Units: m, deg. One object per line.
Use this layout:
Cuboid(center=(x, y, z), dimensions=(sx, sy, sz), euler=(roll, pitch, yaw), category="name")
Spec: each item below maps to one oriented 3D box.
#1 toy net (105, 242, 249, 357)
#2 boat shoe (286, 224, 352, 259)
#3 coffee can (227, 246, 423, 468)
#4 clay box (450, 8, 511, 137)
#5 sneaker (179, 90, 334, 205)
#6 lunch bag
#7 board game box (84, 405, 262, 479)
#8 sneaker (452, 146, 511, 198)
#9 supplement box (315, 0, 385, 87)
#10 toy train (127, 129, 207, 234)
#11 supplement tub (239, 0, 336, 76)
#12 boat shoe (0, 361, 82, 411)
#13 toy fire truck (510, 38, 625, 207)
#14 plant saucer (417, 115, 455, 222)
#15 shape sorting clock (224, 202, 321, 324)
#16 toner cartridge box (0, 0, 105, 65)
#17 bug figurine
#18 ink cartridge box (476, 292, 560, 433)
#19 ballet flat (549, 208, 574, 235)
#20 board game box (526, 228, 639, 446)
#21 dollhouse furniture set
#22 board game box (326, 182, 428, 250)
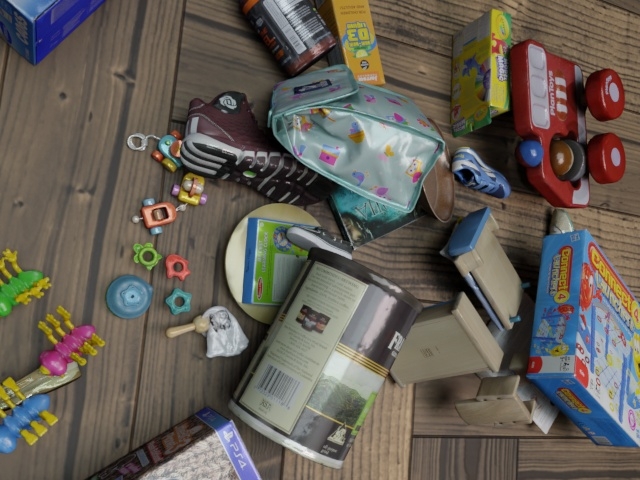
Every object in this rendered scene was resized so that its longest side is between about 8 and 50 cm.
Cuboid(center=(-0.213, 0.102, 0.984), dimensions=(0.232, 0.045, 0.122), euler=(31, 71, -20), category="toy net")
Cuboid(center=(0.000, 0.000, 1.053), dimensions=(0.142, 0.049, 0.040), euler=(28, 66, -38), category="boat shoe")
Cuboid(center=(0.008, 0.177, 0.967), dimensions=(0.201, 0.201, 0.275), euler=(31, 81, -18), category="coffee can")
Cuboid(center=(0.311, -0.317, 1.214), dimensions=(0.053, 0.127, 0.222), euler=(5, 83, -23), category="clay box")
Cuboid(center=(-0.097, -0.167, 1.036), dimensions=(0.281, 0.106, 0.162), euler=(17, 54, -37), category="sneaker")
Cuboid(center=(0.041, -0.184, 1.010), dimensions=(0.262, 0.223, 0.160), euler=(19, 115, -13), category="lunch bag")
Cuboid(center=(-0.220, 0.421, 0.890), dimensions=(0.291, 0.141, 0.232), euler=(-28, 96, -24), category="board game box")
Cuboid(center=(0.314, -0.121, 1.230), dimensions=(0.144, 0.053, 0.059), euler=(35, 58, -13), category="sneaker")
Cuboid(center=(0.050, -0.383, 1.133), dimensions=(0.078, 0.080, 0.233), euler=(-13, 92, -22), category="supplement box")
Cuboid(center=(-0.244, -0.097, 0.988), dimensions=(0.125, 0.046, 0.166), euler=(-11, 89, -25), category="toy train")
Cuboid(center=(-0.067, -0.389, 1.067), dimensions=(0.106, 0.106, 0.198), euler=(-40, 100, -22), category="supplement tub")
Cuboid(center=(-0.419, 0.203, 0.876), dimensions=(0.153, 0.056, 0.048), euler=(-22, 84, -26), category="boat shoe")
Cuboid(center=(0.452, -0.215, 1.207), dimensions=(0.254, 0.169, 0.302), euler=(2, 86, -39), category="toy fire truck")
Cuboid(center=(0.202, -0.129, 1.153), dimensions=(0.198, 0.036, 0.198), euler=(24, 61, -56), category="plant saucer")
Cuboid(center=(-0.068, 0.040, 1.054), dimensions=(0.206, 0.040, 0.206), euler=(2, 86, -36), category="shape sorting clock")
Cuboid(center=(-0.331, -0.426, 0.922), dimensions=(0.075, 0.165, 0.348), euler=(41, 69, -13), category="toner cartridge box")
Cuboid(center=(-0.428, 0.145, 0.838), dimensions=(0.279, 0.072, 0.216), euler=(40, 57, 11), category="bug figurine")
Cuboid(center=(0.413, 0.243, 1.244), dimensions=(0.224, 0.056, 0.181), euler=(47, 68, -18), category="ink cartridge box")
Cuboid(center=(0.508, 0.017, 1.306), dimensions=(0.052, 0.057, 0.168), euler=(-17, 91, -15), category="ballet flat")
Cuboid(center=(0.516, 0.190, 1.185), dimensions=(0.308, 0.086, 0.302), euler=(41, 53, -33), category="board game box")
Cuboid(center=(0.267, 0.141, 1.164), dimensions=(0.286, 0.198, 0.303), euler=(55, 42, -16), category="dollhouse furniture set")
Cuboid(center=(0.108, -0.073, 1.152), dimensions=(0.186, 0.026, 0.126), euler=(-25, 94, -24), category="board game box")
